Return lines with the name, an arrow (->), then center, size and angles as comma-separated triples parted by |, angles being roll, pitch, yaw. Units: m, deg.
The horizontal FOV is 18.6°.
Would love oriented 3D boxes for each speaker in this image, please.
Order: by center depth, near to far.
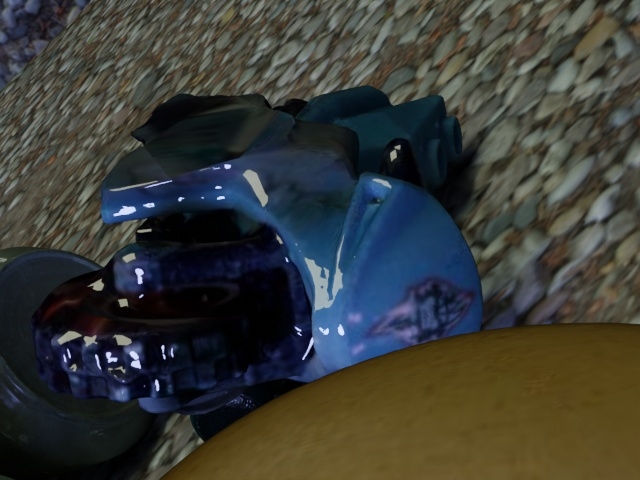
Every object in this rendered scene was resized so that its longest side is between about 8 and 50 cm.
speaker -> -0.035, 0.084, 1.207 | 0.094, 0.060, 0.075 | -36, 23, 31

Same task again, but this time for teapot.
teapot -> -0.223, 0.115, 1.443 | 0.203, 0.171, 0.225 | -21, -14, -47

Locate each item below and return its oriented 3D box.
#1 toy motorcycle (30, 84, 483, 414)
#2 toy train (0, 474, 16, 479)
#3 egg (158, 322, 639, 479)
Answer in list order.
toy motorcycle -> 0.000, 0.000, 1.135 | 0.232, 0.172, 0.416 | -3, 17, 17
toy train -> -0.290, 0.209, 1.301 | 0.266, 0.202, 0.145 | -29, 28, 50
egg -> 0.055, 0.151, 0.576 | 0.322, 0.250, 0.250 | -34, 23, 27
